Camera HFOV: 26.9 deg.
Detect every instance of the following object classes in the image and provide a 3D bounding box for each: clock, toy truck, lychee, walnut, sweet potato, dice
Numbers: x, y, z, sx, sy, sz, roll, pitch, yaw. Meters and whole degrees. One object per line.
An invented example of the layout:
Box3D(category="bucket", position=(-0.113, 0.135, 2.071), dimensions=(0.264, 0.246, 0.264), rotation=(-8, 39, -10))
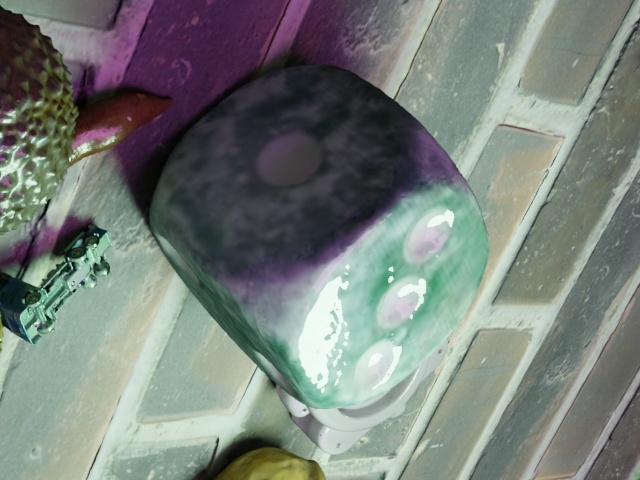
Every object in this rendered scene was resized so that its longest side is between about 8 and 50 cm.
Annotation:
Box3D(category="clock", position=(0.056, 0.174, 2.165), dimensions=(0.295, 0.113, 0.322), rotation=(-41, 141, -11))
Box3D(category="toy truck", position=(-0.340, 0.045, 1.694), dimensions=(0.175, 0.081, 0.067), rotation=(-51, 149, -31))
Box3D(category="lychee", position=(-0.364, -0.121, 1.374), dimensions=(0.255, 0.274, 0.255), rotation=(-3, 96, -25))
Box3D(category="walnut", position=(-0.085, 0.459, 2.178), dimensions=(0.257, 0.257, 0.224), rotation=(-47, 111, -4))
Box3D(category="sweet potato", position=(-0.284, -0.125, 1.601), dimensions=(0.281, 0.059, 0.067), rotation=(-27, 147, -26))
Box3D(category="dice", position=(0.000, 0.000, 1.776), dimensions=(0.328, 0.330, 0.348), rotation=(-41, 144, -11))

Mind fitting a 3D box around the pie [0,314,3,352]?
Box3D(category="pie", position=(-0.501, 0.090, 1.454), dimensions=(0.297, 0.078, 0.371), rotation=(-20, 143, 19))
